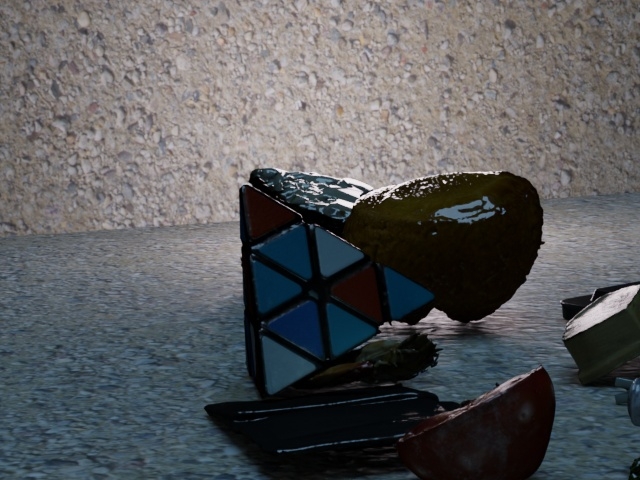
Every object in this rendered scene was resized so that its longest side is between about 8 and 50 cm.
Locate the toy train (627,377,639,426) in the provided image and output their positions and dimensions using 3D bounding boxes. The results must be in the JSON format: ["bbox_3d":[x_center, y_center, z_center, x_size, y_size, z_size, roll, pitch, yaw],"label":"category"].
[{"bbox_3d":[0.445,0.132,1.436,0.299,0.131,0.202,5,41,31],"label":"toy train"}]

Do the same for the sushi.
[{"bbox_3d":[0.000,0.000,2.529,0.234,0.208,0.348,8,11,-13],"label":"sushi"}]

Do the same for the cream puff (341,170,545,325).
[{"bbox_3d":[0.179,0.016,2.275,0.303,0.212,0.303,-9,18,3],"label":"cream puff"}]

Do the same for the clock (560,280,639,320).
[{"bbox_3d":[0.527,0.090,2.233,0.273,0.049,0.279,-8,9,-34],"label":"clock"}]

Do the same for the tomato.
[{"bbox_3d":[0.156,0.190,1.453,0.159,0.091,0.139,-26,-5,17],"label":"tomato"}]

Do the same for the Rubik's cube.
[{"bbox_3d":[-0.050,0.086,1.831,0.284,0.250,0.234,-16,28,25],"label":"Rubik's cube"}]

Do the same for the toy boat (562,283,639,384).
[{"bbox_3d":[0.363,0.107,1.920,0.116,0.061,0.188,-32,1,18],"label":"toy boat"}]

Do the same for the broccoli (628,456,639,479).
[{"bbox_3d":[0.342,0.183,1.294,0.162,0.138,0.146,4,50,22],"label":"broccoli"}]

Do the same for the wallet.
[{"bbox_3d":[0.025,0.189,1.662,0.247,0.041,0.323,-3,4,-16],"label":"wallet"}]

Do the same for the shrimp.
[{"bbox_3d":[0.047,0.144,1.808,0.133,0.053,0.236,-1,-8,-37],"label":"shrimp"}]

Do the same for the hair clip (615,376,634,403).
[{"bbox_3d":[0.392,0.169,1.748,0.115,0.030,0.039,1,7,23],"label":"hair clip"}]
